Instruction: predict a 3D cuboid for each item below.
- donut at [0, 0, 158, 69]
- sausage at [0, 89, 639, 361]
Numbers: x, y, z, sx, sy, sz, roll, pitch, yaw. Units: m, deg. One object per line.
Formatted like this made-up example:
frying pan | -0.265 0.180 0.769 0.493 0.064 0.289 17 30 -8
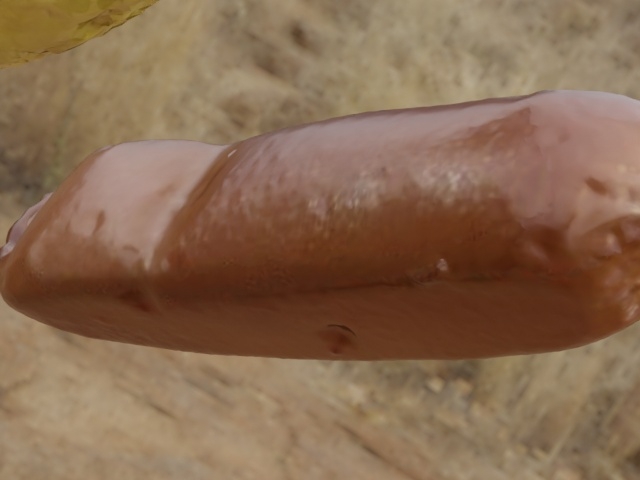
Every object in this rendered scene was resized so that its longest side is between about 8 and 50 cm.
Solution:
donut | -0.035 -0.122 0.348 0.101 0.259 0.152 50 -12 -33
sausage | 0.000 0.001 0.757 0.348 0.097 0.094 -5 -47 38
